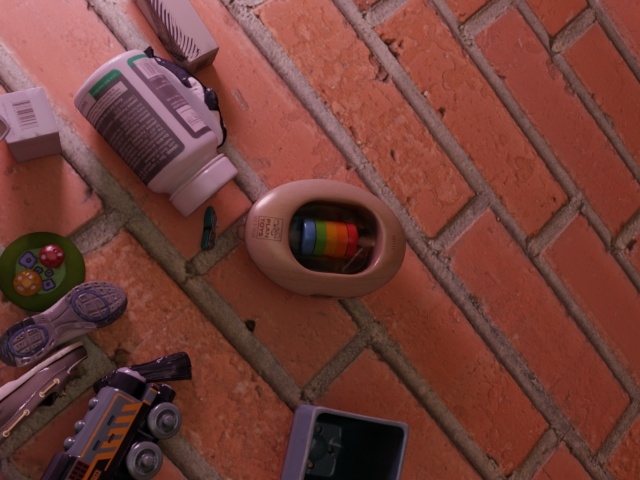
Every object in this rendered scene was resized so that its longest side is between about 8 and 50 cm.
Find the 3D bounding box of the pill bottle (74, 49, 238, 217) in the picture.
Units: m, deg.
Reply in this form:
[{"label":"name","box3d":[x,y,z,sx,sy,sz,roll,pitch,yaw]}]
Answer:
[{"label":"pill bottle","box3d":[-0.374,-0.242,1.345,0.204,0.204,0.361,-44,99,-20]}]

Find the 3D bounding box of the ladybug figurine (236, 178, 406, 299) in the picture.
[{"label":"ladybug figurine","box3d":[0.000,0.000,1.485,0.449,0.162,0.305,9,81,-21]}]

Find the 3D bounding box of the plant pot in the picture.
[{"label":"plant pot","box3d":[0.028,0.527,1.386,0.247,0.252,0.247,16,77,-19]}]

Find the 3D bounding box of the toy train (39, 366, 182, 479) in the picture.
[{"label":"toy train","box3d":[-0.430,0.431,1.188,0.190,0.142,0.334,40,54,-24]}]

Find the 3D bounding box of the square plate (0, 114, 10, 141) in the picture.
[{"label":"square plate","box3d":[-0.840,-0.223,1.161,0.344,0.049,0.347,45,97,0]}]

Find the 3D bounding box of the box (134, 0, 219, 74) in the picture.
[{"label":"box","box3d":[-0.372,-0.560,1.435,0.094,0.113,0.275,-36,96,-20]}]

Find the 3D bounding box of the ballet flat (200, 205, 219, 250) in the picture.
[{"label":"ballet flat","box3d":[-0.277,-0.029,1.452,0.041,0.041,0.114,10,80,-20]}]

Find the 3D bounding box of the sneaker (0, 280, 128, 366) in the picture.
[{"label":"sneaker","box3d":[-0.573,0.179,1.273,0.297,0.129,0.111,-27,92,-40]}]

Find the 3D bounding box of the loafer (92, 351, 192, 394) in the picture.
[{"label":"loafer","box3d":[-0.408,0.323,1.334,0.223,0.076,0.078,-13,81,-26]}]

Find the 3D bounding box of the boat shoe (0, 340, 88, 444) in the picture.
[{"label":"boat shoe","box3d":[-0.584,0.308,1.182,0.091,0.109,0.305,55,24,-5]}]

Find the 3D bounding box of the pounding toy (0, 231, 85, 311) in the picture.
[{"label":"pounding toy","box3d":[-0.642,0.062,1.255,0.236,0.110,0.183,8,81,-21]}]

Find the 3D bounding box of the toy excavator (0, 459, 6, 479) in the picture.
[{"label":"toy excavator","box3d":[-0.703,0.505,1.153,0.433,0.222,0.445,-28,108,-23]}]

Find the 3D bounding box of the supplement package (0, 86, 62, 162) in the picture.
[{"label":"supplement package","box3d":[-0.637,-0.248,1.255,0.105,0.179,0.105,-21,91,-22]}]

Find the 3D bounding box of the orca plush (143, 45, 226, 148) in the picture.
[{"label":"orca plush","box3d":[-0.335,-0.361,1.458,0.287,0.102,0.151,37,117,-3]}]
